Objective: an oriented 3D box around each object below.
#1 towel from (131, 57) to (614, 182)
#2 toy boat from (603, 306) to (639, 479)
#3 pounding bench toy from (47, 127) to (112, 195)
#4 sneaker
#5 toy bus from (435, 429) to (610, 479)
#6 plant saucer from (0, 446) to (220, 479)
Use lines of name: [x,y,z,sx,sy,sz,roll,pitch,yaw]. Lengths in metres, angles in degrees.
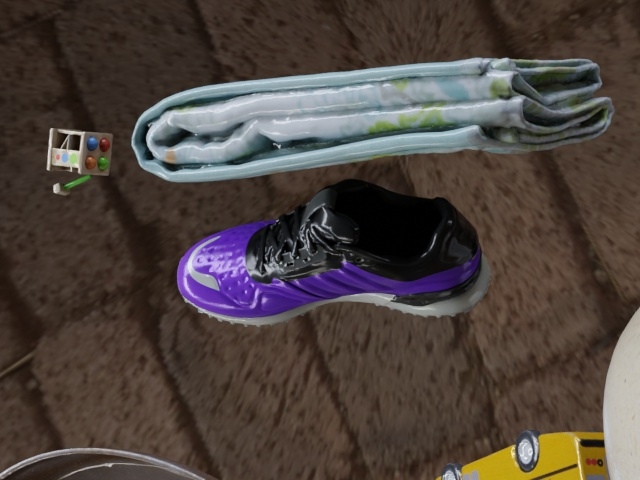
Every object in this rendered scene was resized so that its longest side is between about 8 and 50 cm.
towel: [0.060,-0.114,1.341,0.374,0.320,0.090,-2,95,28]
toy boat: [0.249,0.132,0.619,0.148,0.318,0.267,-33,62,24]
pounding bench toy: [-0.296,-0.094,1.753,0.065,0.052,0.083,9,96,33]
sneaker: [0.000,-0.001,1.287,0.293,0.146,0.102,-4,59,13]
toy bus: [0.263,0.309,1.719,0.108,0.332,0.130,4,68,-26]
plant saucer: [-0.111,0.269,0.981,0.310,0.050,0.311,8,115,18]
